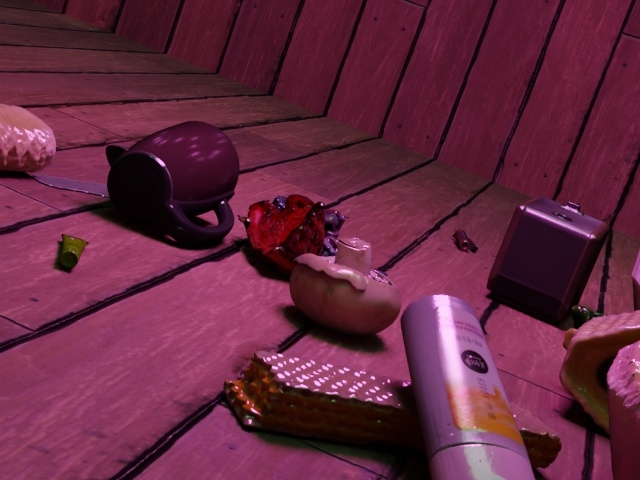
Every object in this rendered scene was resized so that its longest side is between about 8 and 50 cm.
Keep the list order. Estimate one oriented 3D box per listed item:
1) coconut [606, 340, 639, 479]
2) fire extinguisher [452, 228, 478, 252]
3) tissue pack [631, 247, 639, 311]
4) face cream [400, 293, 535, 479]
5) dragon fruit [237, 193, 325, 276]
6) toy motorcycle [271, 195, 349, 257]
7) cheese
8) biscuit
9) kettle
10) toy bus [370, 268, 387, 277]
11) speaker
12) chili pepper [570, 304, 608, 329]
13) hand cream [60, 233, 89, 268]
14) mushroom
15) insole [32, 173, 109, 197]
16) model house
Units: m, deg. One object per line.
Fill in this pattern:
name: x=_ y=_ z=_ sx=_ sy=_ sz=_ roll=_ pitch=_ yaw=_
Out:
coconut: x=0.424 y=0.213 z=1.312 sx=0.233 sy=0.245 sz=0.233 roll=-9 pitch=40 yaw=7
fire extinguisher: x=0.300 y=-0.001 z=2.516 sx=0.046 sy=0.032 sz=0.100 roll=8 pitch=19 yaw=-4
tissue pack: x=0.668 y=0.033 z=2.095 sx=0.207 sy=0.297 sz=0.380 roll=23 pitch=-7 yaw=20
face cream: x=0.143 y=0.169 z=1.209 sx=0.107 sy=0.073 sz=0.269 roll=13 pitch=36 yaw=-17
dragon fruit: x=-0.069 y=-0.021 z=1.819 sx=0.092 sy=0.122 sz=0.192 roll=-3 pitch=23 yaw=-25
toy motorcycle: x=0.000 y=0.001 z=1.923 sx=0.122 sy=0.082 sz=0.213 roll=14 pitch=25 yaw=-31
cheese: x=-0.477 y=-0.151 z=1.762 sx=0.123 sy=0.094 sz=0.167 roll=25 pitch=12 yaw=29
biscuit: x=0.084 y=0.183 z=1.287 sx=0.379 sy=0.054 sz=0.094 roll=14 pitch=13 yaw=-26
kettle: x=-0.215 y=-0.076 z=1.826 sx=0.202 sy=0.144 sz=0.232 roll=52 pitch=22 yaw=1
toy bus: x=0.044 y=0.066 z=1.759 sx=0.061 sy=0.051 sz=0.153 roll=19 pitch=11 yaw=24
speaker: x=0.410 y=0.027 z=2.186 sx=0.153 sy=0.192 sz=0.231 roll=24 pitch=14 yaw=15
chili pepper: x=0.538 y=0.175 z=2.046 sx=0.257 sy=0.074 sz=0.100 roll=19 pitch=14 yaw=18
hand cream: x=-0.305 y=0.011 z=1.501 sx=0.036 sy=0.023 sz=0.122 roll=18 pitch=8 yaw=-11
mushroom: x=0.036 y=0.058 z=1.611 sx=0.154 sy=0.122 sz=0.154 roll=17 pitch=5 yaw=-2
insole: x=-0.337 y=-0.078 z=1.883 sx=0.232 sy=0.003 sz=0.080 roll=11 pitch=15 yaw=-38
model house: x=0.429 y=0.186 z=1.636 sx=0.234 sy=0.175 sz=0.193 roll=13 pitch=10 yaw=19
